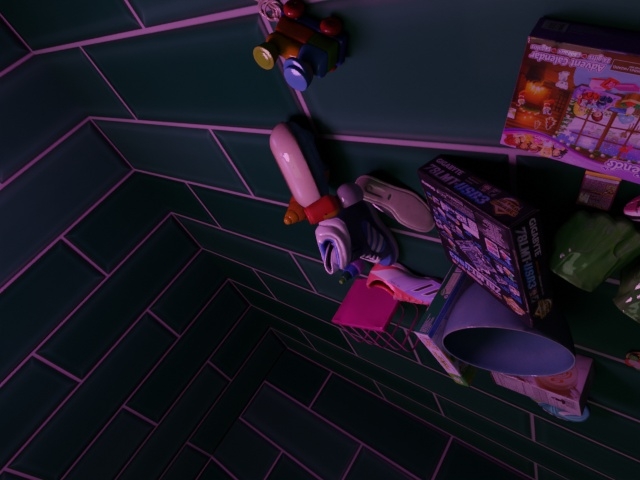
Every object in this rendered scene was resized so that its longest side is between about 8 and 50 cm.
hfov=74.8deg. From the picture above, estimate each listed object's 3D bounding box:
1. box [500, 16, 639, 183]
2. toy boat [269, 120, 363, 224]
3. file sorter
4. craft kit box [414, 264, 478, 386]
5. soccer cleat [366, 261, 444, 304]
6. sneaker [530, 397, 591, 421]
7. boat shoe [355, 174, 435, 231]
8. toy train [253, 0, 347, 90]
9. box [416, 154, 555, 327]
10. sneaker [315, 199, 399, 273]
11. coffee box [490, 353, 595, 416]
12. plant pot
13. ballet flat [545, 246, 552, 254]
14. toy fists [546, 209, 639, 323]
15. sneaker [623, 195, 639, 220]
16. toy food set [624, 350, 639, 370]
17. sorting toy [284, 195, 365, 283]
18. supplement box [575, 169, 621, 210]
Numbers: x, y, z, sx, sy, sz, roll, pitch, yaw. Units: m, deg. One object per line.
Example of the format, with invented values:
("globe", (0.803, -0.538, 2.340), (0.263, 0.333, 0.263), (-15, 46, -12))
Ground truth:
("box", (0.435, -0.190, 0.610), (0.293, 0.057, 0.201), (25, 154, 25))
("toy boat", (-0.011, -0.165, 1.100), (0.318, 0.148, 0.268), (60, 175, 44))
("file sorter", (0.229, 0.277, 1.545), (0.182, 0.202, 0.290), (44, 155, -23))
("craft kit box", (0.399, 0.235, 1.179), (0.247, 0.250, 0.060), (49, 155, -22))
("soccer cleat", (0.301, 0.163, 1.341), (0.318, 0.116, 0.109), (25, 153, 26))
("sneaker", (0.717, 0.492, 1.337), (0.275, 0.107, 0.110), (28, -175, 17))
("boat shoe", (0.196, -0.102, 1.092), (0.233, 0.084, 0.079), (30, -170, 0))
("toy train", (-0.084, -0.398, 0.833), (0.247, 0.143, 0.105), (31, 155, 12))
("box", (0.343, -0.004, 0.885), (0.293, 0.073, 0.295), (57, 178, -35))
("sneaker", (0.096, 0.029, 1.233), (0.130, 0.236, 0.323), (12, 145, 44))
("coffee box", (0.654, 0.390, 1.244), (0.246, 0.141, 0.098), (12, 146, 45))
("plant pot", (0.464, 0.190, 1.040), (0.289, 0.196, 0.290), (14, 149, 9))
("ballet flat", (0.490, 0.021, 0.919), (0.249, 0.084, 0.058), (7, 98, 54))
("toy fists", (0.563, 0.044, 0.762), (0.279, 0.096, 0.142), (33, 122, 7))
("sneaker", (0.586, -0.040, 0.664), (0.170, 0.063, 0.075), (-3, 128, 49))
("toy food set", (0.802, 0.303, 1.035), (0.082, 0.020, 0.083), (11, 145, 44))
("sorting toy", (0.000, 0.000, 1.391), (0.366, 0.126, 0.127), (52, 145, -11))
("supplement box", (0.484, -0.098, 0.724), (0.054, 0.043, 0.083), (20, 150, 29))
